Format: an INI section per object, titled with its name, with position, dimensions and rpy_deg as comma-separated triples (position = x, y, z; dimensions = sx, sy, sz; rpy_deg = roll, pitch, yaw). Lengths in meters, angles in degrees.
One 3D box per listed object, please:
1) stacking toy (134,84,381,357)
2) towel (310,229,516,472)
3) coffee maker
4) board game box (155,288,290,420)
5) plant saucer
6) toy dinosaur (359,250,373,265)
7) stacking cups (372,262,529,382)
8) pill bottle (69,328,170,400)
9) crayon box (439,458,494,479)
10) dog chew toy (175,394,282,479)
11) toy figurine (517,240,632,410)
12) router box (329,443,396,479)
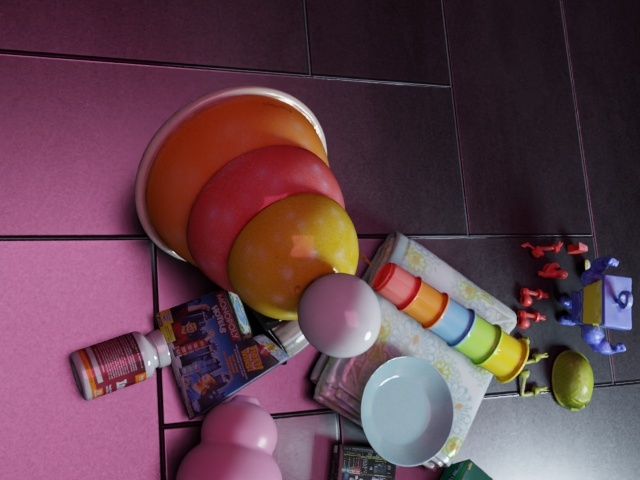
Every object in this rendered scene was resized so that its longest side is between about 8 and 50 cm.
[stacking toy]
position = -0.062, 0.006, 1.255
dimensions = 0.350, 0.351, 0.480
rpy_deg = -11, 39, -24
[towel]
position = 0.185, 0.214, 1.575
dimensions = 0.320, 0.090, 0.375
rpy_deg = 36, 68, -15
[coffee maker]
position = -0.043, 0.107, 1.470
dimensions = 0.178, 0.120, 0.171
rpy_deg = -34, 96, -17
[board game box]
position = -0.160, 0.185, 1.389
dimensions = 0.194, 0.060, 0.194
rpy_deg = -19, 85, 15
[plant saucer]
position = 0.152, 0.308, 1.472
dimensions = 0.194, 0.037, 0.195
rpy_deg = 4, 79, -23
[toy dinosaur]
position = 0.000, 0.000, 1.543
dimensions = 0.211, 0.064, 0.112
rpy_deg = 1, 71, 8
[stacking cups]
position = 0.238, 0.153, 1.511
dimensions = 0.316, 0.096, 0.096
rpy_deg = 31, 69, -14
[pill bottle]
position = -0.333, 0.203, 1.358
dimensions = 0.152, 0.086, 0.086
rpy_deg = -18, 86, -24
[crayon box]
position = 0.262, 0.570, 1.496
dimensions = 0.165, 0.081, 0.278
rpy_deg = 41, 52, -8
[dog chew toy]
position = -0.153, 0.421, 1.335
dimensions = 0.206, 0.206, 0.332
rpy_deg = 19, 64, -18
[toy figurine]
position = 0.543, 0.157, 1.661
dimensions = 0.191, 0.217, 0.363
rpy_deg = 13, 74, -20
[router box]
position = 0.080, 0.431, 1.509
dimensions = 0.122, 0.038, 0.092
rpy_deg = 12, 74, -20
